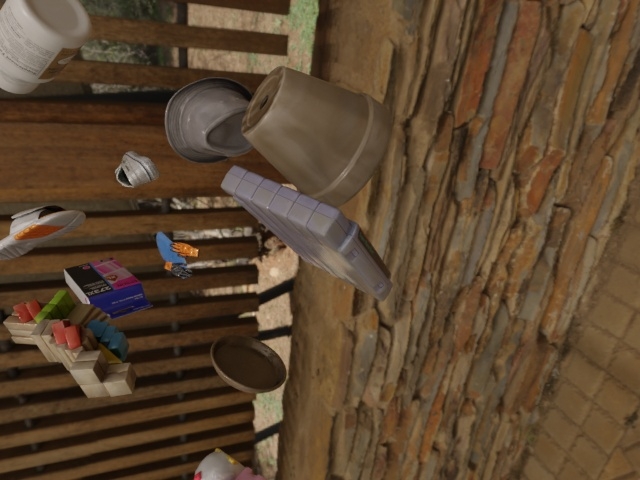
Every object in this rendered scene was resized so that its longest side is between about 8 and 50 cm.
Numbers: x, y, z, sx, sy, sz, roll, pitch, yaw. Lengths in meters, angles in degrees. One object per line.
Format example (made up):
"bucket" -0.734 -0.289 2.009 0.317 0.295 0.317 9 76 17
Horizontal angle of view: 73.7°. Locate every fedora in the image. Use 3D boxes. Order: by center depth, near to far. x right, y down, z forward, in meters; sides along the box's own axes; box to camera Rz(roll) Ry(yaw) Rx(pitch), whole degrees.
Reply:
"fedora" -0.265 -0.309 1.165 0.124 0.275 0.243 36 130 37

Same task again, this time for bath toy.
"bath toy" -0.140 0.497 0.784 0.348 0.129 0.151 -3 132 48

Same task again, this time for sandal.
"sandal" -0.689 -0.033 1.007 0.102 0.265 0.076 26 -138 -76

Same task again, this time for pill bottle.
"pill bottle" -0.570 -0.391 0.845 0.229 0.131 0.131 -21 69 33

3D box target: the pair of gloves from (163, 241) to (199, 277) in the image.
"pair of gloves" -0.330 0.046 1.013 0.010 0.074 0.083 -74 3 -79

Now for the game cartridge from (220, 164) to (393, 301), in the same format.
"game cartridge" 0.000 0.000 0.784 0.068 0.230 0.355 -62 -29 -12

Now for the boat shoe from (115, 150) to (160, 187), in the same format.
"boat shoe" -0.470 -0.172 1.054 0.226 0.076 0.083 10 131 56

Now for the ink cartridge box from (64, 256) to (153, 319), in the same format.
"ink cartridge box" -0.749 0.163 1.494 0.371 0.176 0.069 26 121 41

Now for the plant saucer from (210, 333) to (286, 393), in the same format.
"plant saucer" -0.248 0.424 1.463 0.041 0.278 0.278 -63 29 17

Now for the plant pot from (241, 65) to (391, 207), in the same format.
"plant pot" -0.031 -0.277 1.078 0.323 0.280 0.323 -35 42 39

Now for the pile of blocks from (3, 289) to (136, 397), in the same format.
"pile of blocks" -0.491 0.176 0.855 0.362 0.149 0.112 19 133 27

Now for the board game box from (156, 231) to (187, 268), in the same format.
"board game box" -0.468 0.040 1.380 0.169 0.033 0.133 38 138 22
